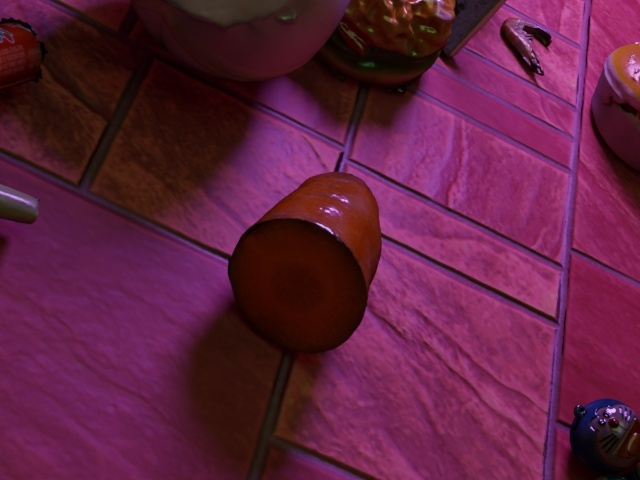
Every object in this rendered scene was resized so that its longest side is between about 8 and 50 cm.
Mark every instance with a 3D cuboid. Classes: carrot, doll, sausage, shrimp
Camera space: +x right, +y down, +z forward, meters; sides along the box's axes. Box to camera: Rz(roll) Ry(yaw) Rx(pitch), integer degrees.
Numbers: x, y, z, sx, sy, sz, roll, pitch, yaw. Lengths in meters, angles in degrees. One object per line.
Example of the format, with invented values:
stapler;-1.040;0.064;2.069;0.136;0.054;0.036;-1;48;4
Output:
carrot;0.000;0.000;1.310;0.159;0.159;0.225;34;33;-4
doll;0.352;0.244;1.354;0.152;0.085;0.114;44;64;-9
sausage;-0.369;-0.176;1.180;0.083;0.083;0.264;37;19;-1
shrimp;0.333;-0.302;1.795;0.091;0.025;0.127;3;53;-30

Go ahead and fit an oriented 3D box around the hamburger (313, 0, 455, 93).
hamburger;0.085;-0.336;1.582;0.237;0.149;0.237;12;55;-17

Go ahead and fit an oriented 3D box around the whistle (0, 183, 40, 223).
whistle;-0.429;-0.062;1.121;0.294;0.141;0.141;36;44;-26

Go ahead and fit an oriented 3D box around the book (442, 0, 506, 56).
book;0.157;-0.494;1.693;0.379;0.264;0.031;48;19;11

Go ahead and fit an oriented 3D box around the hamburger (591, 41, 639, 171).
hamburger;0.557;-0.207;1.774;0.295;0.151;0.227;-3;56;-30

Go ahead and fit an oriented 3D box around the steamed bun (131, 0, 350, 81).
steamed bun;-0.093;-0.339;1.429;0.309;0.309;0.309;16;50;-20
